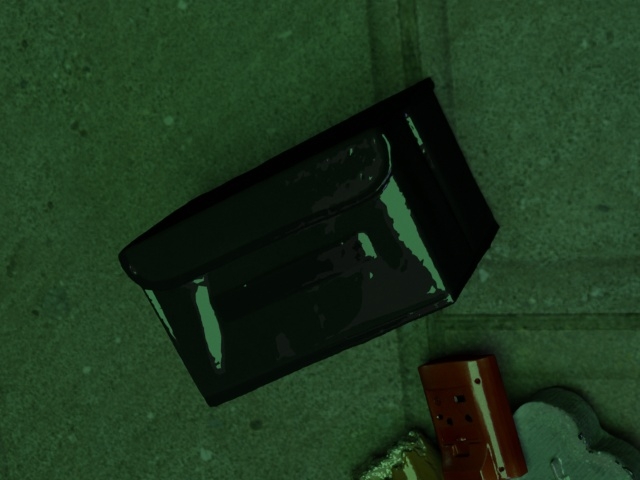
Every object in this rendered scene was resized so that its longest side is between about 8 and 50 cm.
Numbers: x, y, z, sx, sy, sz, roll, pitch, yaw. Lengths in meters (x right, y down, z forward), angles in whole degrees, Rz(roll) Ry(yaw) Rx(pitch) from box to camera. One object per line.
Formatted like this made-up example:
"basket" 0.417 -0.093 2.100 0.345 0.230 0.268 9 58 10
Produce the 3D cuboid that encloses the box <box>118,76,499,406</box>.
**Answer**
"box" -0.001 -0.001 1.663 0.345 0.251 0.204 -25 99 23

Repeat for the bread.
"bread" 0.104 0.304 1.821 0.125 0.082 0.106 -42 85 21

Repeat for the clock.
"clock" 0.174 0.214 1.751 0.113 0.061 0.155 -15 90 51

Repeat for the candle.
"candle" 0.296 0.280 1.748 0.192 0.068 0.168 45 125 15
